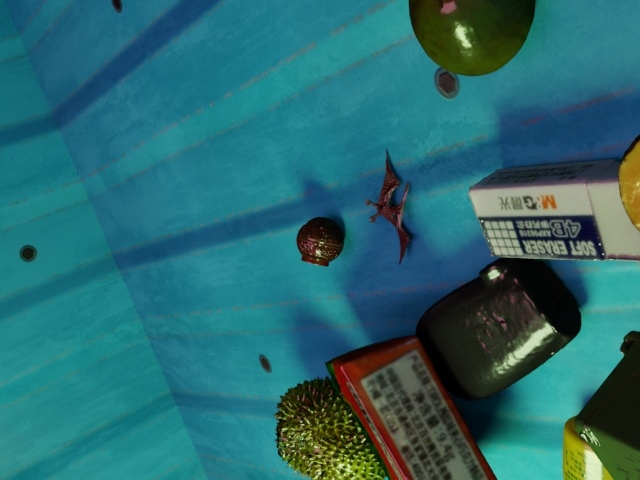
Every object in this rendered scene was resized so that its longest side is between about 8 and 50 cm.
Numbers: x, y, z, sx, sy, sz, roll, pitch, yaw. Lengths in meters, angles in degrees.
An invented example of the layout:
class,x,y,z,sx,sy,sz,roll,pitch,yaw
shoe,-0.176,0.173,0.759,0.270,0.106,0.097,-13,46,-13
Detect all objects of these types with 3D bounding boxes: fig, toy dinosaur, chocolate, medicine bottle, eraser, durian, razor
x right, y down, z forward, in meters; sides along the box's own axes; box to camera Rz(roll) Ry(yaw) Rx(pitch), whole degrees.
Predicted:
class,x,y,z,sx,sy,sz,roll,pitch,yaw
fig,0.203,-0.323,1.189,0.181,0.191,0.181,-2,86,29
toy dinosaur,0.128,-0.059,1.600,0.108,0.032,0.220,12,119,55
chocolate,0.164,0.350,1.610,0.360,0.161,0.341,61,173,5
medicine bottle,0.449,0.428,1.430,0.111,0.076,0.309,31,134,50
eraser,0.353,-0.041,1.239,0.287,0.086,0.130,3,115,54
durian,0.031,0.423,1.883,0.291,0.224,0.291,30,142,27
razor,0.284,0.151,1.449,0.189,0.107,0.327,56,146,12

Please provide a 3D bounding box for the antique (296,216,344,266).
class,x,y,z,sx,sy,sz,roll,pitch,yaw
antique,0.000,0.000,1.763,0.104,0.104,0.104,34,136,39

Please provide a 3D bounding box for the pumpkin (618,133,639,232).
class,x,y,z,sx,sy,sz,roll,pitch,yaw
pumpkin,0.499,-0.016,1.001,0.222,0.139,0.317,-28,87,60

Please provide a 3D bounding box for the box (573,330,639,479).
class,x,y,z,sx,sy,sz,roll,pitch,yaw
box,0.486,0.290,1.086,0.328,0.178,0.253,54,169,-17
